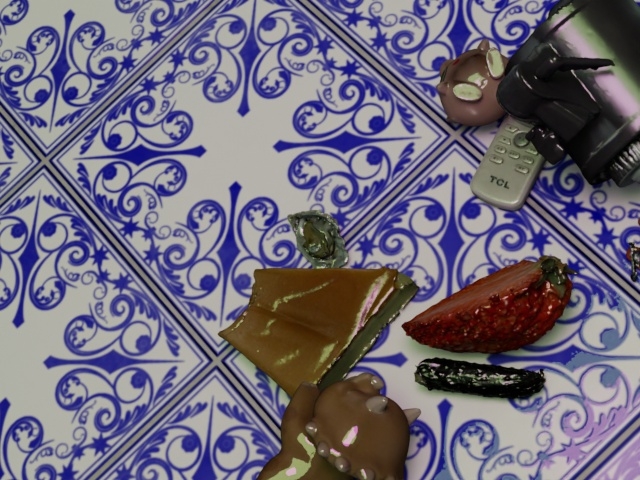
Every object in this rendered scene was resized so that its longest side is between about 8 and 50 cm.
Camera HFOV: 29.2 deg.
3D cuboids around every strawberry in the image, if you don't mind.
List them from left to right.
[{"bbox_3d":[0.248,0.105,1.691,0.236,0.175,0.107,-25,94,44],"label":"strawberry"}]

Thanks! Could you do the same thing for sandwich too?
[{"bbox_3d":[-0.013,0.096,1.811,0.212,0.063,0.245,37,82,28],"label":"sandwich"}]

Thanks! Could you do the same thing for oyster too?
[{"bbox_3d":[-0.001,0.000,1.868,0.098,0.037,0.100,-14,85,33],"label":"oyster"}]

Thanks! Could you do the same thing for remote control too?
[{"bbox_3d":[0.296,-0.136,1.821,0.087,0.029,0.190,25,79,25],"label":"remote control"}]

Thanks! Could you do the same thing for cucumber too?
[{"bbox_3d":[0.222,0.191,1.703,0.181,0.053,0.053,3,70,18],"label":"cucumber"}]

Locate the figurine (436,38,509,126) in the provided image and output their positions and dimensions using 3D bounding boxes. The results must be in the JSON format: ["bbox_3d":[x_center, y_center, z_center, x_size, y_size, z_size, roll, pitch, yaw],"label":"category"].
[{"bbox_3d":[0.231,-0.230,1.825,0.125,0.138,0.125,0,88,1],"label":"figurine"}]

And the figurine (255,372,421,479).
[{"bbox_3d":[0.029,0.302,1.651,0.173,0.177,0.247,17,63,42],"label":"figurine"}]

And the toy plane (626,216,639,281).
[{"bbox_3d":[0.473,0.054,1.669,0.130,0.061,0.189,-9,67,40],"label":"toy plane"}]

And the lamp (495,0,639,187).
[{"bbox_3d":[0.406,-0.213,1.708,0.272,0.205,0.374,42,44,-1],"label":"lamp"}]
